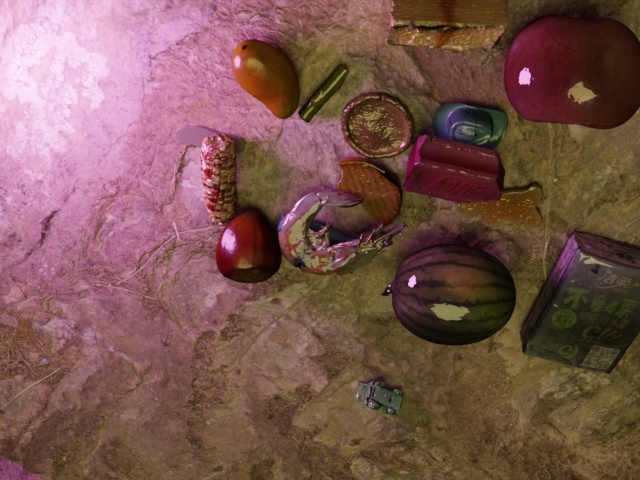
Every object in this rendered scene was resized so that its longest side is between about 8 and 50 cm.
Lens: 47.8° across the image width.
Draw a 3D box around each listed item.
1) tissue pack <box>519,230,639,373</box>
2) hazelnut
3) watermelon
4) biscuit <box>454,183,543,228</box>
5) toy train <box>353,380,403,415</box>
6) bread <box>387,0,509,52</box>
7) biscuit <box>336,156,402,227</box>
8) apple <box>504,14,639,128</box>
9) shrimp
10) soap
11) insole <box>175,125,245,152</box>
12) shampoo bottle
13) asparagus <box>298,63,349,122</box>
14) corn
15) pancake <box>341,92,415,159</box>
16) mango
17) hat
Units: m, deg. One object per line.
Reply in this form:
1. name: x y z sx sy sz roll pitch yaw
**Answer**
1. tissue pack: 0.773 0.186 2.044 0.287 0.124 0.395 13 125 -3
2. hazelnut: -0.202 0.017 2.040 0.208 0.208 0.208 4 125 6
3. watermelon: 0.350 0.147 1.981 0.359 0.279 0.279 7 126 2
4. biscuit: 0.479 -0.100 1.943 0.234 0.030 0.153 0 124 9
5. toy train: 0.198 0.522 2.394 0.149 0.099 0.081 25 159 -18
6. bread: 0.287 -0.496 1.643 0.265 0.142 0.178 5 166 3
7. biscuit: 0.135 -0.131 1.969 0.176 0.031 0.229 0 130 13
8. apple: 0.562 -0.371 1.595 0.305 0.306 0.235 8 100 3
9. shrimp: 0.057 -0.025 1.982 0.360 0.085 0.247 -10 107 10
10. soap: 0.348 -0.177 1.833 0.249 0.099 0.162 12 154 0
11. insole: -0.298 -0.274 1.948 0.191 0.010 0.063 11 127 0
12. shampoo bottle: 0.000 0.000 2.066 0.258 0.061 0.104 24 121 -8
13. asparagus: 0.010 -0.371 1.817 0.045 0.041 0.178 22 124 -37
14. corn: -0.274 -0.161 1.971 0.098 0.098 0.290 7 134 3
15. pancake: 0.147 -0.291 1.864 0.199 0.021 0.199 5 126 6
16. mango: -0.128 -0.399 1.784 0.136 0.099 0.227 -26 126 19
17. hat: 0.375 -0.276 1.804 0.190 0.078 0.138 4 126 6
